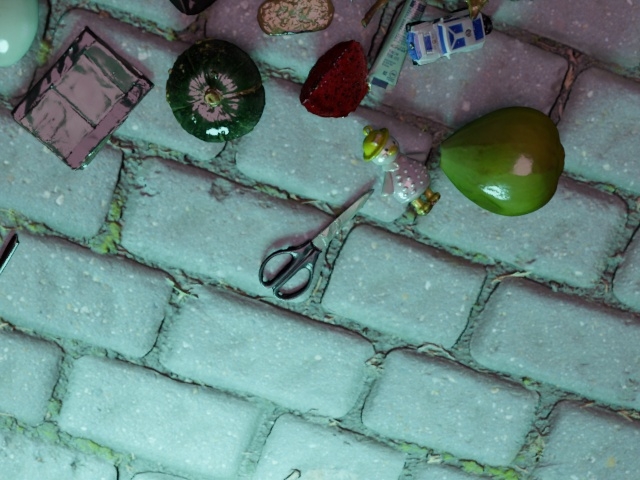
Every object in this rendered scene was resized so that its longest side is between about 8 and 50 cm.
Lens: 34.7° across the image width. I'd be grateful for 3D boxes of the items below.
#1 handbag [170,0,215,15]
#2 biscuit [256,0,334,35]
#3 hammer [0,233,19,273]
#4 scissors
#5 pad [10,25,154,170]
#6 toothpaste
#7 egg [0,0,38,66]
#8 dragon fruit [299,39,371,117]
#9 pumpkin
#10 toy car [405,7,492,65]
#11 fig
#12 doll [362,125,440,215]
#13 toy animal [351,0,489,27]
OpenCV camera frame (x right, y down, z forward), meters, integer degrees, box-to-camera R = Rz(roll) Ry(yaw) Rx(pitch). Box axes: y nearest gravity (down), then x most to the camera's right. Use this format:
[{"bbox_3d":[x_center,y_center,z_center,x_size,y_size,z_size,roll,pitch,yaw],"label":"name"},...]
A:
[{"bbox_3d":[-0.231,-0.553,1.836,0.223,0.080,0.247,-37,106,8],"label":"handbag"},{"bbox_3d":[-0.046,-0.423,1.920,0.147,0.018,0.071,-7,105,0],"label":"biscuit"},{"bbox_3d":[-0.640,0.064,2.044,0.065,0.021,0.178,29,101,-12],"label":"hammer"},{"bbox_3d":[0.000,0.000,2.056,0.109,0.022,0.300,42,100,-18],"label":"scissors"},{"bbox_3d":[-0.454,-0.266,1.948,0.174,0.022,0.233,40,100,-13],"label":"pad"},{"bbox_3d":[0.153,-0.388,1.932,0.062,0.037,0.216,20,107,-13],"label":"toothpaste"},{"bbox_3d":[-0.579,-0.414,1.824,0.151,0.151,0.209,-2,109,-2],"label":"egg"},{"bbox_3d":[0.029,-0.294,1.938,0.106,0.083,0.162,39,84,-32],"label":"dragon fruit"},{"bbox_3d":[-0.194,-0.275,1.892,0.190,0.146,0.190,0,90,12],"label":"pumpkin"},{"bbox_3d":[0.242,-0.382,1.906,0.170,0.070,0.080,-19,108,-20],"label":"toy car"},{"bbox_3d":[0.348,-0.143,1.940,0.230,0.207,0.207,-21,109,28],"label":"fig"},{"bbox_3d":[0.151,-0.141,1.989,0.129,0.081,0.207,-46,103,-21],"label":"doll"},{"bbox_3d":[0.167,-0.466,1.866,0.275,0.054,0.149,-1,77,6],"label":"toy animal"}]
